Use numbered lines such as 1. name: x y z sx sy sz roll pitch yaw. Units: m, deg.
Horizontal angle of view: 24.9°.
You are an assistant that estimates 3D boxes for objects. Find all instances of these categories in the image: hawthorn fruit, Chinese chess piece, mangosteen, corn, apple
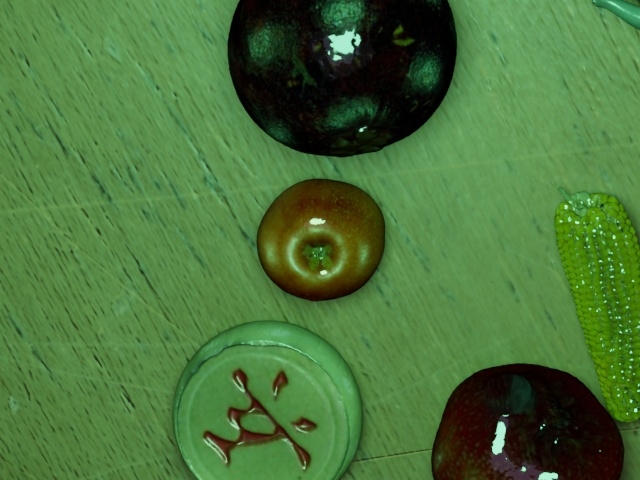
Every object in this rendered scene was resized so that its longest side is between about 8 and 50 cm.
1. hawthorn fruit: 0.235 0.287 1.815 0.230 0.210 0.266 31 121 -7
2. Chinese chess piece: -0.068 0.227 1.884 0.250 0.103 0.249 2 101 8
3. mangosteen: 0.021 -0.237 1.694 0.288 0.288 0.288 1 102 6
4. corn: 0.365 0.076 1.800 0.101 0.101 0.310 -17 98 10
5. apple: 0.000 0.000 1.806 0.163 0.139 0.163 1 100 6

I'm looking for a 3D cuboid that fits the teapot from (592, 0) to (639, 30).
1. teapot: 0.417 -0.339 1.690 0.149 0.162 0.239 37 79 10
